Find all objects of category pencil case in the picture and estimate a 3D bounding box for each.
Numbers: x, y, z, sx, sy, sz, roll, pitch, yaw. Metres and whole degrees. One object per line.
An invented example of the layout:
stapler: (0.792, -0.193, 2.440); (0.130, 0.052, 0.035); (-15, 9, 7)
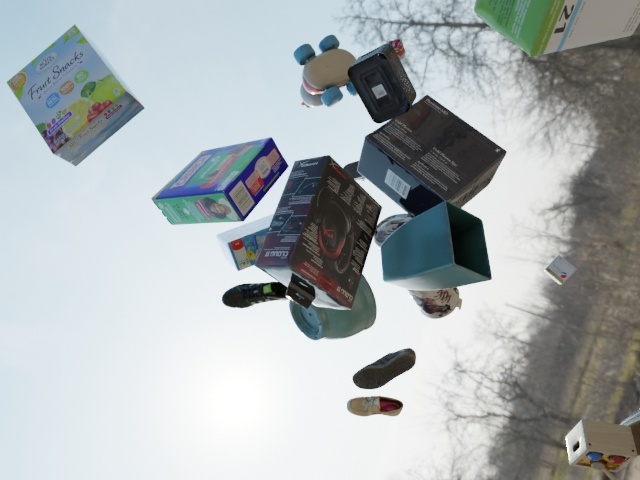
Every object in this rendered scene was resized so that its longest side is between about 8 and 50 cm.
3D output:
pencil case: (0.354, 0.097, 1.901); (0.160, 0.184, 0.410); (-50, -62, -29)

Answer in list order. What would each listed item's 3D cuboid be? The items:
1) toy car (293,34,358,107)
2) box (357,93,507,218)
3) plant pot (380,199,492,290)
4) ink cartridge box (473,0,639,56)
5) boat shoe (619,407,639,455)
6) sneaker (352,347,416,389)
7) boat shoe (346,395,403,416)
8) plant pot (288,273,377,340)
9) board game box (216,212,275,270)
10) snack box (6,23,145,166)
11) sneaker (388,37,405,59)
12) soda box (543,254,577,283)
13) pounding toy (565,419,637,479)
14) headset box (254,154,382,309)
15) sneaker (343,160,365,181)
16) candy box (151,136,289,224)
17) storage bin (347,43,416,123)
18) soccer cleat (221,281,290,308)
toy car: (0.010, -0.553, 1.886); (0.210, 0.219, 0.238); (-30, -7, -24)
box: (0.356, -0.256, 1.734); (0.313, 0.343, 0.179); (-37, -22, -25)
plant pot: (0.274, 0.036, 1.342); (0.166, 0.234, 0.165); (21, -123, -40)
ink cartridge box: (0.289, -0.289, 0.471); (0.255, 0.097, 0.188); (-16, -38, -17)
boat shoe: (1.003, 0.502, 1.541); (0.342, 0.123, 0.123); (-39, 3, 18)
sneaker: (0.177, 0.348, 1.451); (0.066, 0.189, 0.071); (63, -162, -5)
boat shoe: (0.162, 0.480, 1.561); (0.059, 0.170, 0.062); (112, 158, -52)
plant pot: (0.018, 0.219, 1.809); (0.196, 0.293, 0.292); (-26, -49, -34)
board game box: (-0.145, -0.020, 1.610); (0.302, 0.308, 0.086); (-21, -79, -14)
snack box: (-0.458, -0.271, 0.994); (0.174, 0.207, 0.070); (-41, -21, 1)
sneaker: (0.222, -0.573, 1.645); (0.118, 0.042, 0.067); (-58, -33, -22)
soda box: (0.810, 0.101, 1.806); (0.069, 0.074, 0.216); (-49, -20, 11)
pounding toy: (0.663, 0.505, 1.252); (0.141, 0.130, 0.100); (91, -172, -49)
headset box: (0.000, 0.000, 1.152); (0.218, 0.110, 0.293); (38, -118, -40)
sneaker: (0.202, -0.269, 1.968); (0.118, 0.222, 0.083); (-6, -89, -63)
candy box: (-0.298, -0.173, 1.591); (0.268, 0.317, 0.122); (-57, -50, -38)
storage bin: (0.172, -0.432, 1.474); (0.180, 0.122, 0.084); (57, -143, -22)
soccer cleat: (-0.142, 0.121, 1.250); (0.072, 0.179, 0.060); (119, 143, -68)
